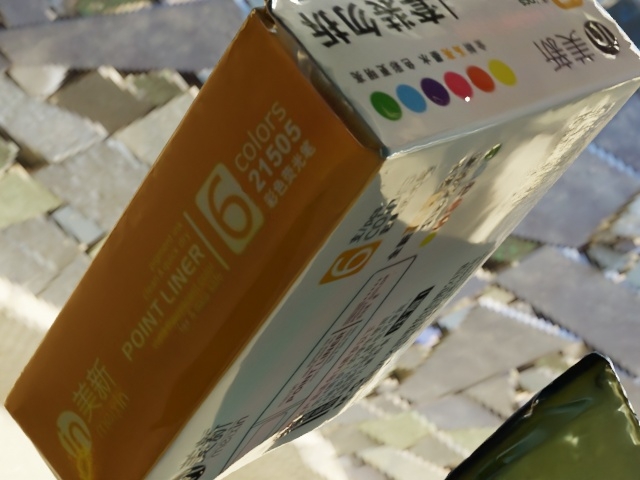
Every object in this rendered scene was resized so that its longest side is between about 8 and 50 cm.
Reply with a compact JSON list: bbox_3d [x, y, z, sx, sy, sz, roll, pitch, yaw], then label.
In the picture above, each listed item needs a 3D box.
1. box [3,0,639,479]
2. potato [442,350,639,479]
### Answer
[{"bbox_3d":[0.000,0.000,0.762,0.091,0.274,0.220,50,37,16],"label":"box"},{"bbox_3d":[0.166,0.306,1.179,0.330,0.280,0.213,64,0,37],"label":"potato"}]
